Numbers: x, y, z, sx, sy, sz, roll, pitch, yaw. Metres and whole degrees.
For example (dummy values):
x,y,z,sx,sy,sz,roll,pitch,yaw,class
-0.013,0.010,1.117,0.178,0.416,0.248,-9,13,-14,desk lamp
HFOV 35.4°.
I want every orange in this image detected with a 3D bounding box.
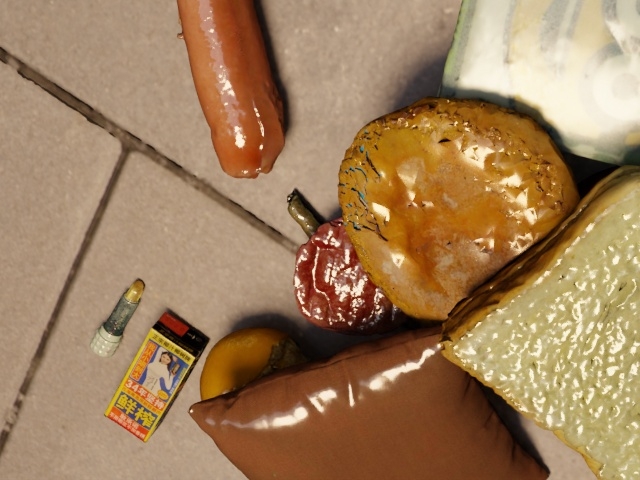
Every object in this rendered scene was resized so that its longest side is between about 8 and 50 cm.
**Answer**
x,y,z,sx,sy,sz,roll,pitch,yaw,class
-0.075,0.182,1.201,0.156,0.134,0.156,19,127,27,orange

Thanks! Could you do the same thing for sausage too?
x,y,z,sx,sy,sz,roll,pitch,yaw,class
-0.111,-0.272,1.073,0.094,0.094,0.419,1,110,38,sausage

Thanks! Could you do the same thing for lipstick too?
x,y,z,sx,sy,sz,roll,pitch,yaw,class
-0.260,0.100,1.304,0.037,0.037,0.116,38,115,7,lipstick

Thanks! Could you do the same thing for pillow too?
x,y,z,sx,sy,sz,roll,pitch,yaw,class
0.060,0.224,1.110,0.305,0.108,0.308,-21,130,16,pillow

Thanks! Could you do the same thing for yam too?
x,y,z,sx,sy,sz,roll,pitch,yaw,class
0.000,0.000,1.160,0.033,0.027,0.129,-42,89,28,yam

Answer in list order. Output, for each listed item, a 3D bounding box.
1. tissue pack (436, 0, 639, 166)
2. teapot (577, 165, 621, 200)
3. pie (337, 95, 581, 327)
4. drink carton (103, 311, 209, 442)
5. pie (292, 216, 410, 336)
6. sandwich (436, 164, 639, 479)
x,y,z,sx,sy,sz,roll,pitch,yaw,class
0.282,-0.188,0.916,0.311,0.128,0.228,18,115,15,tissue pack
0.303,0.037,0.984,0.178,0.135,0.252,40,107,43,teapot
0.125,-0.018,0.976,0.273,0.069,0.273,15,124,24,pie
-0.212,0.177,1.300,0.071,0.056,0.166,33,118,0,drink carton
0.044,0.039,1.127,0.153,0.038,0.153,1,100,5,pie
0.283,0.093,0.868,0.273,0.095,0.249,43,111,-3,sandwich
